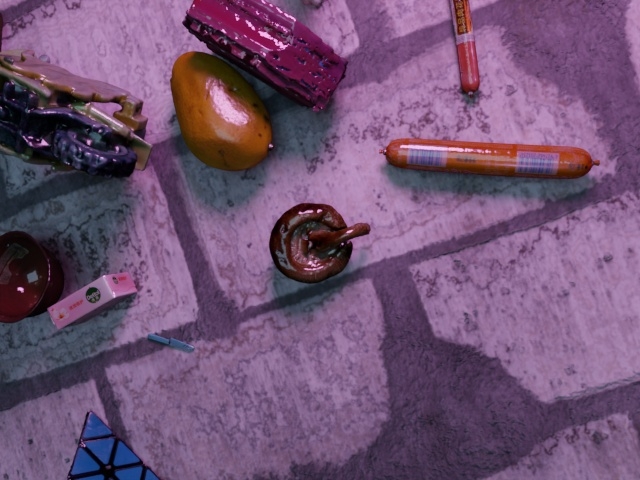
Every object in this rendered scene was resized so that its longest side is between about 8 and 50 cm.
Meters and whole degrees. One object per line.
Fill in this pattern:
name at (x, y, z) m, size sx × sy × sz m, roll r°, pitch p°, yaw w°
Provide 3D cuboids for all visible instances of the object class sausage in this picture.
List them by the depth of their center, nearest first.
sausage at (0.269, -0.132, 0.945) m, size 0.347 × 0.053 × 0.053 m, roll 4°, pitch 92°, yaw 8°
sausage at (0.231, -0.360, 0.956) m, size 0.034 × 0.034 × 0.253 m, roll -9°, pitch 89°, yaw 8°

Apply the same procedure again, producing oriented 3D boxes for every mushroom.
mushroom at (0.000, 0.000, 0.976) m, size 0.170 × 0.080 × 0.135 m, roll -12°, pitch 102°, yaw 8°

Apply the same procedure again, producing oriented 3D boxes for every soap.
soap at (-0.080, -0.302, 0.943) m, size 0.250 × 0.162 × 0.099 m, roll 33°, pitch 90°, yaw 5°

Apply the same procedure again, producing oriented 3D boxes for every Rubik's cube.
Rubik's cube at (-0.369, 0.458, 1.061) m, size 0.178 × 0.211 × 0.190 m, roll 14°, pitch 127°, yaw -12°

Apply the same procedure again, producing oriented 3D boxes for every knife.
knife at (-0.270, 0.183, 1.056) m, size 0.091 × 0.005 × 0.014 m, roll 16°, pitch 95°, yaw 7°

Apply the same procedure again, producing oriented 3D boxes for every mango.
mango at (-0.176, -0.216, 0.980) m, size 0.147 × 0.109 × 0.227 m, roll -38°, pitch 85°, yaw 10°

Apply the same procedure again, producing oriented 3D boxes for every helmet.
helmet at (-0.510, 0.074, 1.032) m, size 0.175 × 0.106 × 0.155 m, roll 22°, pitch 83°, yaw 27°

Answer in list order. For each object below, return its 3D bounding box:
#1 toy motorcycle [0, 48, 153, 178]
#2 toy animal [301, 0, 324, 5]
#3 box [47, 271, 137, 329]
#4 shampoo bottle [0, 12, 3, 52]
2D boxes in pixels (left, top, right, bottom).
toy motorcycle at (-0.466, -0.214, 0.964) m, size 0.410 × 0.237 × 0.169 m, roll 28°, pitch 110°, yaw 4°
toy animal at (-0.023, -0.511, 0.940) m, size 0.138 × 0.140 × 0.282 m, roll -33°, pitch 83°, yaw 16°
box at (-0.400, 0.105, 1.032) m, size 0.125 × 0.089 × 0.043 m, roll -29°, pitch 87°, yaw 7°
shampoo bottle at (-0.661, -0.260, 1.064) m, size 0.125 × 0.084 × 0.350 m, roll 13°, pitch 93°, yaw 5°
